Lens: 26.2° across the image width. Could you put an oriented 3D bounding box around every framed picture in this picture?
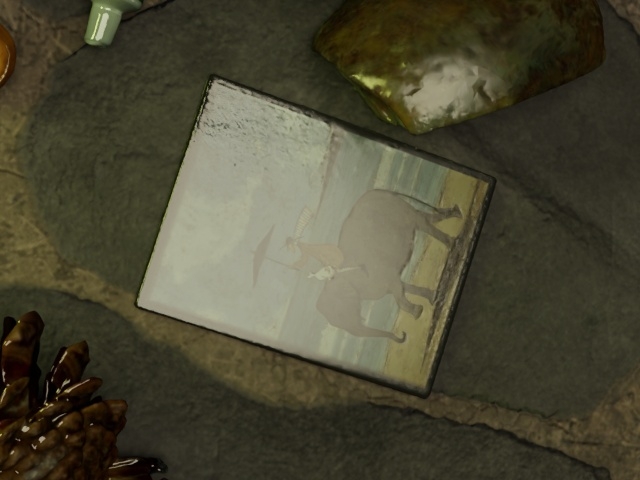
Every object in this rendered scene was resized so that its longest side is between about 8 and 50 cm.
[{"bbox_3d":[0.000,0.000,1.485,0.347,0.016,0.265,20,86,-14],"label":"framed picture"}]

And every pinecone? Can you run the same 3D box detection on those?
[{"bbox_3d":[-0.323,0.172,1.287,0.264,0.264,0.264,0,91,-15],"label":"pinecone"}]

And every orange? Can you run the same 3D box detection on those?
[{"bbox_3d":[-0.345,-0.188,1.367,0.086,0.062,0.086,-4,108,-12],"label":"orange"}]

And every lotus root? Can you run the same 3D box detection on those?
[{"bbox_3d":[0.163,-0.225,1.462,0.314,0.142,0.210,-32,97,-14],"label":"lotus root"}]

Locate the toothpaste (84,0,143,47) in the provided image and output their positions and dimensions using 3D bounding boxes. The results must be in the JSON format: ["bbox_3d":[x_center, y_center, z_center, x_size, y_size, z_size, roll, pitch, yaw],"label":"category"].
[{"bbox_3d":[-0.173,-0.382,1.411,0.098,0.061,0.392,17,84,-12],"label":"toothpaste"}]

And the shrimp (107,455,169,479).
[{"bbox_3d":[-0.197,0.303,1.413,0.289,0.075,0.178,-10,90,-2],"label":"shrimp"}]
